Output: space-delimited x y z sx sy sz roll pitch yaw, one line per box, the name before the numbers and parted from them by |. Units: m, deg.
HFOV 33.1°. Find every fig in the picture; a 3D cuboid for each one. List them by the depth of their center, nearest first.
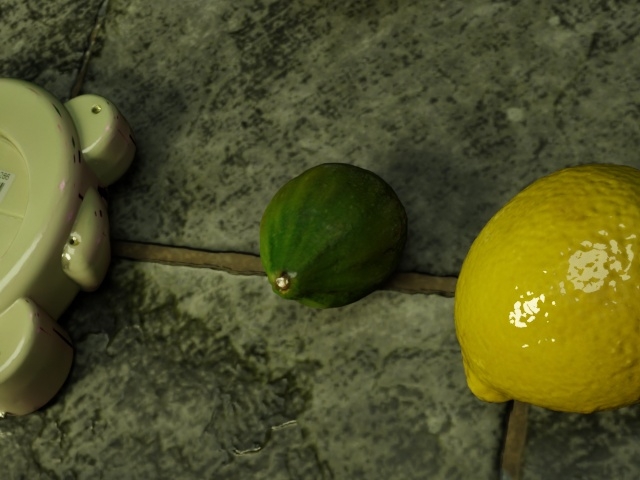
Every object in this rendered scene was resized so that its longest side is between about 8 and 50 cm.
fig | 0.000 0.000 0.901 0.123 0.156 0.123 5 102 24

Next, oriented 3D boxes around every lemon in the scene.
lemon | 0.204 0.038 0.817 0.244 0.187 0.187 -37 61 15

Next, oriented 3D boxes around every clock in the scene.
clock | -0.331 -0.011 1.024 0.284 0.114 0.309 13 68 21
